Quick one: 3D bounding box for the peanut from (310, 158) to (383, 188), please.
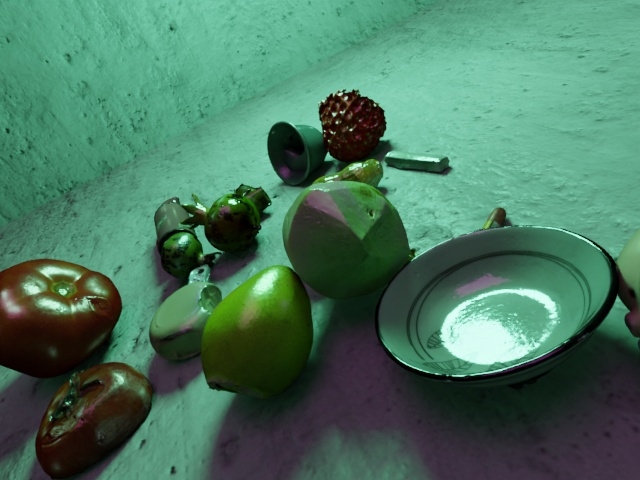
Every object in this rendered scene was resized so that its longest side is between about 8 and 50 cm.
[{"bbox_3d":[0.068,-0.147,1.126,0.206,0.087,0.087,-21,32,12],"label":"peanut"}]

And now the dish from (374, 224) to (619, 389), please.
[{"bbox_3d":[0.239,0.102,0.601,0.316,0.106,0.316,-24,24,11],"label":"dish"}]

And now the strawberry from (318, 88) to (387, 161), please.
[{"bbox_3d":[0.085,-0.317,1.302,0.233,0.234,0.178,2,68,37],"label":"strawberry"}]

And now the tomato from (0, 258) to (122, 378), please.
[{"bbox_3d":[-0.632,0.181,1.006,0.226,0.298,0.299,-59,21,25],"label":"tomato"}]

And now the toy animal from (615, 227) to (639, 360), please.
[{"bbox_3d":[0.436,0.080,0.447,0.213,0.195,0.256,-43,36,-9],"label":"toy animal"}]

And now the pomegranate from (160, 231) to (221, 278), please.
[{"bbox_3d":[-0.340,0.043,1.126,0.161,0.122,0.122,8,37,1],"label":"pomegranate"}]

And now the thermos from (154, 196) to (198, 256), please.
[{"bbox_3d":[-0.449,-0.031,1.324,0.109,0.137,0.330,-6,25,-22],"label":"thermos"}]

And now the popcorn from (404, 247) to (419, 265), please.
[{"bbox_3d":[0.169,0.052,0.787,0.083,0.068,0.060,34,68,15],"label":"popcorn"}]

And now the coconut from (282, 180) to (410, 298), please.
[{"bbox_3d":[0.039,-0.006,0.753,0.204,0.236,0.236,-44,34,-5],"label":"coconut"}]

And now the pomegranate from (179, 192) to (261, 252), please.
[{"bbox_3d":[-0.260,-0.056,1.126,0.220,0.156,0.156,19,38,-5],"label":"pomegranate"}]

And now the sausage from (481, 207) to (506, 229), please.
[{"bbox_3d":[0.295,0.007,0.785,0.029,0.029,0.223,7,44,42],"label":"sausage"}]

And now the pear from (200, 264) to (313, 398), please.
[{"bbox_3d":[-0.097,0.146,0.718,0.187,0.187,0.220,-7,52,29],"label":"pear"}]

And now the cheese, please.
[{"bbox_3d":[-0.286,0.139,0.963,0.163,0.082,0.286,-20,31,8],"label":"cheese"}]

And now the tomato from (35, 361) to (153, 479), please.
[{"bbox_3d":[-0.436,0.312,0.801,0.227,0.101,0.228,-20,34,14],"label":"tomato"}]

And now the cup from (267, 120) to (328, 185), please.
[{"bbox_3d":[-0.051,-0.289,1.358,0.150,0.199,0.199,-27,26,-37],"label":"cup"}]

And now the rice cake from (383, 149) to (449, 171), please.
[{"bbox_3d":[0.248,-0.212,1.140,0.047,0.036,0.206,-29,29,-28],"label":"rice cake"}]

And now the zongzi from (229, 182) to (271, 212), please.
[{"bbox_3d":[-0.254,-0.090,1.290,0.184,0.084,0.187,-45,28,-12],"label":"zongzi"}]
